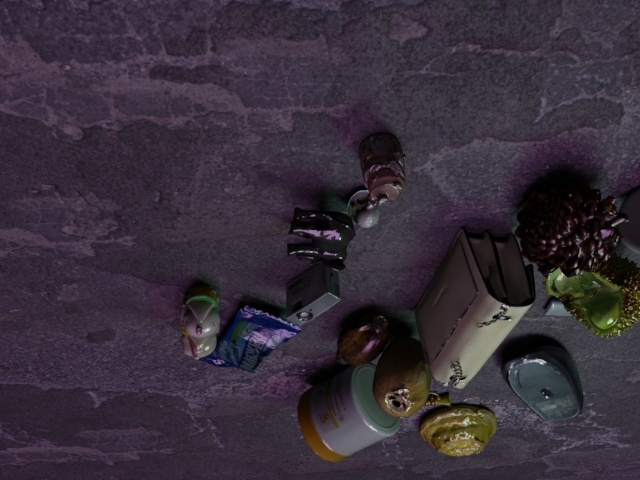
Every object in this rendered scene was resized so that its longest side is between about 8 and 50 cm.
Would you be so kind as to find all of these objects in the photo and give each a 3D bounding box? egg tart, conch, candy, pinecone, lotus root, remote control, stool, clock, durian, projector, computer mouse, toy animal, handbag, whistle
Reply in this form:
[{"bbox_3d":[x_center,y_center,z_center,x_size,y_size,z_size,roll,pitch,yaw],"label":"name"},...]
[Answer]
[{"bbox_3d":[0.490,0.688,2.147,0.291,0.115,0.290,-1,138,0],"label":"egg tart"},{"bbox_3d":[0.096,-0.071,1.347,0.076,0.056,0.085,13,96,-3],"label":"conch"},{"bbox_3d":[-0.200,0.286,1.699,0.187,0.077,0.331,23,134,-22],"label":"candy"},{"bbox_3d":[0.549,-0.023,1.316,0.222,0.221,0.221,-2,137,-2],"label":"pinecone"},{"bbox_3d":[0.228,0.358,1.660,0.152,0.343,0.169,-2,102,14],"label":"lotus root"},{"bbox_3d":[0.708,0.190,1.682,0.166,0.029,0.065,3,136,-7],"label":"remote control"},{"bbox_3d":[0.792,-0.008,1.355,0.195,0.195,0.199,-30,132,25],"label":"stool"},{"bbox_3d":[0.115,0.279,1.675,0.120,0.120,0.209,24,128,-26],"label":"lotus root"},{"bbox_3d":[-0.311,0.217,1.567,0.103,0.144,0.231,5,137,-7],"label":"clock"},{"bbox_3d":[0.675,0.119,1.470,0.177,0.237,0.200,-3,118,-40],"label":"durian"},{"bbox_3d":[-0.017,0.131,1.513,0.061,0.115,0.147,34,126,-31],"label":"projector"},{"bbox_3d":[0.687,0.428,1.878,0.203,0.114,0.374,-23,126,24],"label":"computer mouse"},{"bbox_3d":[-0.001,0.006,1.362,0.146,0.114,0.245,7,168,-7],"label":"toy animal"},{"bbox_3d":[0.374,0.172,1.493,0.160,0.236,0.358,9,136,-10],"label":"handbag"},{"bbox_3d":[0.379,0.533,2.024,0.109,0.046,0.057,-5,152,10],"label":"whistle"}]

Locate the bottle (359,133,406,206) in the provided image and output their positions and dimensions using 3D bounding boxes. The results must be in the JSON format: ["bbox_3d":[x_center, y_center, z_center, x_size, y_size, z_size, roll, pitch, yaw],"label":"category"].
[{"bbox_3d":[0.128,-0.136,1.208,0.099,0.152,0.098,-1,136,-1],"label":"bottle"}]

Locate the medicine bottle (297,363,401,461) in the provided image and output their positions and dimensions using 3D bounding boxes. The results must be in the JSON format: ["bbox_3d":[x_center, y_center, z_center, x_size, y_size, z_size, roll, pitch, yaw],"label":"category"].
[{"bbox_3d":[0.088,0.520,1.850,0.238,0.237,0.232,33,124,-32],"label":"medicine bottle"}]
